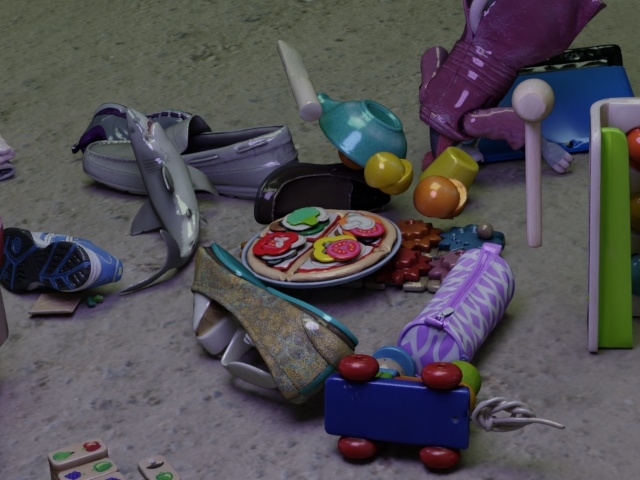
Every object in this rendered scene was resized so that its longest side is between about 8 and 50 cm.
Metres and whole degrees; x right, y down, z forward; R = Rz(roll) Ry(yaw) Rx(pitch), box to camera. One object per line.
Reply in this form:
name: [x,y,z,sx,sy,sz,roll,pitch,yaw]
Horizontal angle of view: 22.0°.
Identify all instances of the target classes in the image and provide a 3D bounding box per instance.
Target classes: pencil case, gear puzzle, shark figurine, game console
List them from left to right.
shark figurine: [-0.213,-0.024,2.174,0.116,0.166,0.278,-29,48,20]
gear puzzle: [0.062,0.005,2.094,0.339,0.044,0.175,2,26,14]
pencil case: [0.156,0.082,1.870,0.086,0.088,0.206,9,27,20]
game console: [0.315,-0.193,2.496,0.293,0.173,0.250,-6,-6,-5]

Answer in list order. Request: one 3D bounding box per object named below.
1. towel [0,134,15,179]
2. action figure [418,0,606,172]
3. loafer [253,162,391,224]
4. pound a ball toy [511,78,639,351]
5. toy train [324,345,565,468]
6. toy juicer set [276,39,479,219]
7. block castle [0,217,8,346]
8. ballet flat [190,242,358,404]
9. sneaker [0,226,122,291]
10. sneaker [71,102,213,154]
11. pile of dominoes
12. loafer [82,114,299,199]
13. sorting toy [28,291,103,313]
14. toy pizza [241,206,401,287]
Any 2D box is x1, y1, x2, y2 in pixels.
towel: [-0.659,-0.127,2.470,0.332,0.053,0.317,-18,29,-25]
action figure: [0.233,-0.242,2.265,0.248,0.370,0.276,32,8,34]
loafer: [0.008,-0.061,2.181,0.220,0.080,0.078,-16,30,-39]
pound a ball toy: [0.322,-0.040,1.833,0.208,0.319,0.136,0,26,10]
toy train: [0.140,0.165,1.702,0.248,0.105,0.143,4,13,16]
toy juicer set: [0.054,-0.120,2.150,0.329,0.089,0.209,33,23,-8]
block castle: [-0.480,0.136,1.630,0.303,0.213,0.453,-3,36,-1]
ballet flat: [-0.081,0.095,1.863,0.123,0.123,0.348,-16,22,-24]
sneaker: [-0.337,0.031,2.083,0.211,0.080,0.081,14,5,43]
sneaker: [-0.262,-0.140,2.439,0.224,0.083,0.098,8,49,34]
pile of dominoes: [-0.205,0.272,1.581,0.196,0.040,0.251,-15,27,-23]
loafer: [-0.186,-0.126,2.328,0.319,0.111,0.112,2,26,12]
sorting toy: [-0.313,0.079,2.032,0.083,0.012,0.062,-2,21,11]
toy pizza: [0.000,0.000,2.040,0.201,0.032,0.201,-7,26,4]
